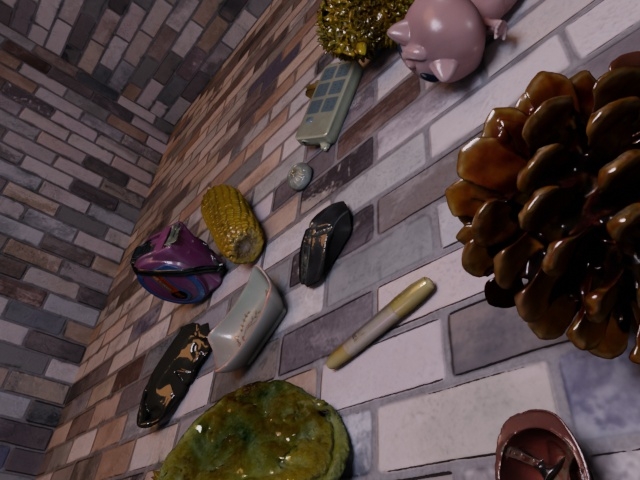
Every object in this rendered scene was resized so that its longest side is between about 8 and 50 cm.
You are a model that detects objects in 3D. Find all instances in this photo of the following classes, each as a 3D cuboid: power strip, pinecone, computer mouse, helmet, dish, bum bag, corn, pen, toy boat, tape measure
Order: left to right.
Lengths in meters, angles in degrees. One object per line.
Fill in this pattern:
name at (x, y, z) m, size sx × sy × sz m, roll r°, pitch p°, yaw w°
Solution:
bum bag at (-0.379, 0.346, 1.240) m, size 0.326 × 0.080 × 0.142 m, roll -57°, pitch 36°, yaw -1°
tape measure at (-0.399, 0.070, 1.362) m, size 0.245 × 0.231 × 0.149 m, roll -18°, pitch 45°, yaw 28°
corn at (-0.248, -0.053, 1.331) m, size 0.144 × 0.144 × 0.387 m, roll -55°, pitch 34°, yaw 9°
dish at (-0.151, 0.177, 1.027) m, size 0.212 × 0.077 × 0.151 m, roll -56°, pitch 27°, yaw 8°
computer mouse at (0.000, 0.000, 0.964) m, size 0.106 × 0.062 × 0.192 m, roll 9°, pitch 71°, yaw 60°
toy boat at (0.000, -0.438, 1.375) m, size 0.049 × 0.047 × 0.149 m, roll -52°, pitch 32°, yaw -14°
power strip at (0.023, -0.356, 1.237) m, size 0.118 × 0.046 × 0.270 m, roll 7°, pitch 69°, yaw 41°
pen at (0.087, 0.131, 0.742) m, size 0.233 × 0.032 × 0.040 m, roll -45°, pitch 9°, yaw 27°
helmet at (0.215, 0.217, 0.435) m, size 0.089 × 0.057 × 0.111 m, roll -31°, pitch 45°, yaw 46°
pinecone at (0.252, -0.012, 0.406) m, size 0.264 × 0.264 × 0.264 m, roll -38°, pitch 36°, yaw 34°

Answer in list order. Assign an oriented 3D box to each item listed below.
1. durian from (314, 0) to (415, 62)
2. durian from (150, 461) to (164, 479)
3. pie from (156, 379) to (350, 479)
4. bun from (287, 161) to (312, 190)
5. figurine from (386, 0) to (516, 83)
durian at (0.109, -0.552, 1.121) m, size 0.292 × 0.258 × 0.258 m, roll -61°, pitch 28°, yaw 11°
durian at (-0.210, 0.456, 0.771) m, size 0.306 × 0.167 × 0.172 m, roll -6°, pitch 76°, yaw 62°
pie at (-0.098, 0.307, 0.693) m, size 0.277 × 0.078 × 0.277 m, roll -16°, pitch 20°, yaw 6°
bun at (-0.056, -0.165, 1.217) m, size 0.083 × 0.045 × 0.083 m, roll -37°, pitch 41°, yaw 40°
figurine at (0.258, -0.385, 0.853) m, size 0.287 × 0.176 × 0.186 m, roll -50°, pitch -16°, yaw -15°
